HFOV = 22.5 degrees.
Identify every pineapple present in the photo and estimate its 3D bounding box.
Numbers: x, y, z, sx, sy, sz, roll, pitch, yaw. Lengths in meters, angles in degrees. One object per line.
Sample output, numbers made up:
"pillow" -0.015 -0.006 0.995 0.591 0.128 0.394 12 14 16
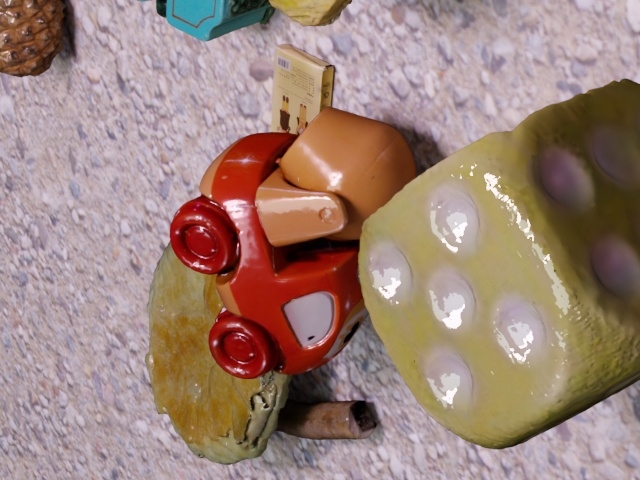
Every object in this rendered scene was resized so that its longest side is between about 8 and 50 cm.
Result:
"pineapple" -0.350 -0.320 1.895 0.128 0.128 0.248 38 127 32

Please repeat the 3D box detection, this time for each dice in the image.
"dice" 0.193 0.021 1.315 0.227 0.238 0.233 60 142 10

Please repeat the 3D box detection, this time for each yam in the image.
"yam" -0.053 0.204 1.853 0.045 0.045 0.327 43 152 -27

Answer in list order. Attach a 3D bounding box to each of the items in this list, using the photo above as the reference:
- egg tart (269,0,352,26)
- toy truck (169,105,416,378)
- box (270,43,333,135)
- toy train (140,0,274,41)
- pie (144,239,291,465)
"egg tart" 0.023 -0.358 1.374 0.345 0.132 0.345 176 90 -69
"toy truck" 0.000 0.000 1.585 0.239 0.189 0.265 -7 115 31
"box" -0.021 -0.125 1.673 0.073 0.020 0.149 31 129 36
"toy train" -0.116 -0.308 1.624 0.163 0.112 0.203 30 131 31
"pie" -0.115 0.113 1.828 0.306 0.071 0.306 20 115 54
